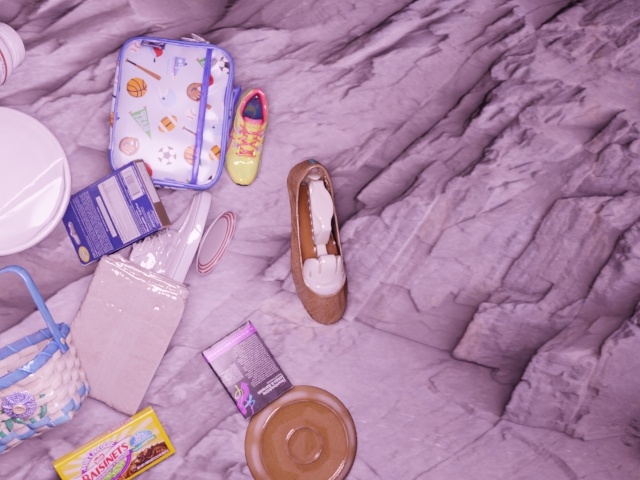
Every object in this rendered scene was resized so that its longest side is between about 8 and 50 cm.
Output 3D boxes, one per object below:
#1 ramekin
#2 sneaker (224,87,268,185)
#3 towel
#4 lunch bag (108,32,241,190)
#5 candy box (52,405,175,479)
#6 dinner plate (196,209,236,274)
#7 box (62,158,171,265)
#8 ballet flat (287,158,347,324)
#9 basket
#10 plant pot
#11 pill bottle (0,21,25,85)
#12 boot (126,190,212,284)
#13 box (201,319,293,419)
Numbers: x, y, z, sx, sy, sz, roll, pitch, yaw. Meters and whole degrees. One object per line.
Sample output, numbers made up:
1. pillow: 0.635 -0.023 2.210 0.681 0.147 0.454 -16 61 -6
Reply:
1. ramekin: -0.591 -0.101 1.580 0.272 0.127 0.273 1 84 -9
2. sneaker: -0.148 -0.215 1.731 0.081 0.094 0.209 7 83 -14
3. towel: -0.380 0.178 1.621 0.187 0.049 0.282 26 99 -9
4. lunch bag: -0.283 -0.252 1.677 0.243 0.115 0.303 7 90 -7
5. candy box: -0.390 0.412 1.628 0.206 0.027 0.105 -29 107 -15
6. dinner plate: -0.208 0.002 1.678 0.017 0.141 0.141 24 78 15
7. box: -0.395 -0.050 1.625 0.225 0.036 0.136 -23 91 30
8. ballet flat: 0.000 0.000 1.732 0.116 0.124 0.343 -4 86 -14
9. basket: -0.557 0.211 1.505 0.254 0.201 0.289 -27 101 11
10. plant pot: -0.035 0.412 1.730 0.236 0.032 0.236 2 84 -15
11. pill bottle: -0.645 -0.318 1.560 0.121 0.121 0.216 44 41 -7
12. boot: -0.307 0.009 1.664 0.123 0.095 0.258 21 85 -11
13. box: -0.147 0.259 1.711 0.116 0.029 0.162 -33 86 -15
